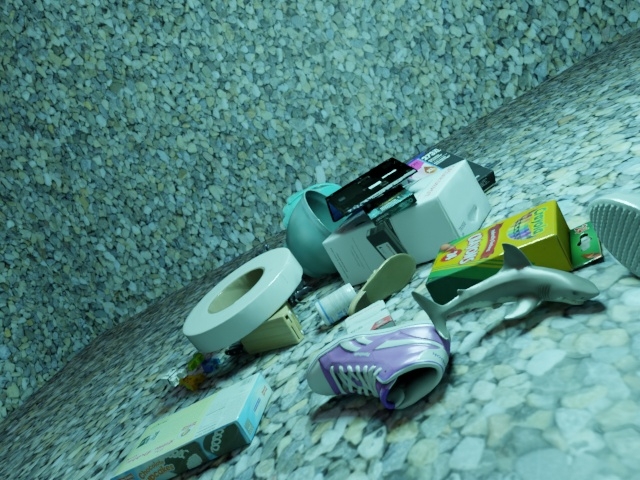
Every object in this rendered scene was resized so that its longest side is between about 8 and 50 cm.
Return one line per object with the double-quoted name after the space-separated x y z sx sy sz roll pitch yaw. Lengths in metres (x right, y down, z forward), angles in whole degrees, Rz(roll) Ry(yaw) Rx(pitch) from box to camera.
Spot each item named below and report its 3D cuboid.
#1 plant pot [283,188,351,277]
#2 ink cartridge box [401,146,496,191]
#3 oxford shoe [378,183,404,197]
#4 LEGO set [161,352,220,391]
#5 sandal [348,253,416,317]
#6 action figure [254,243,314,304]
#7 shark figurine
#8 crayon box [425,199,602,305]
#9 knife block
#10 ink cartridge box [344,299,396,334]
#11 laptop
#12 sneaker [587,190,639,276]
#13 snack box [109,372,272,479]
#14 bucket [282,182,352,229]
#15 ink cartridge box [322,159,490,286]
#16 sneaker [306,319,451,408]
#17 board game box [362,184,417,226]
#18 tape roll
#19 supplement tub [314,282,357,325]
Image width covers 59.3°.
0.000 0.000 1.866 0.196 0.293 0.293 -47 4 21 "plant pot"
0.397 -0.226 1.912 0.175 0.069 0.371 -35 35 -14 "ink cartridge box"
0.349 -0.172 2.005 0.363 0.133 0.130 -18 15 39 "oxford shoe"
-0.374 0.367 1.614 0.093 0.087 0.227 -8 20 29 "LEGO set"
0.135 0.112 1.390 0.240 0.088 0.079 -43 21 -30 "sandal"
-0.124 0.139 1.862 0.164 0.141 0.276 -3 42 -23 "action figure"
0.299 0.068 0.950 0.278 0.116 0.166 -13 10 14 "shark figurine"
0.382 0.022 1.128 0.318 0.081 0.202 -25 11 28 "crayon box"
-0.177 0.262 1.565 0.242 0.088 0.275 -32 10 -3 "knife block"
0.109 0.188 1.176 0.099 0.056 0.135 -30 10 5 "ink cartridge box"
0.148 -0.122 1.620 0.234 0.137 0.264 -33 27 -5 "laptop"
0.537 -0.014 0.769 0.150 0.135 0.366 -24 18 -8 "sneaker"
-0.268 0.408 1.188 0.322 0.060 0.187 -28 10 15 "snack box"
0.007 -0.096 2.296 0.281 0.281 0.183 -37 18 -33 "bucket"
0.247 -0.047 1.609 0.394 0.166 0.285 -22 14 38 "ink cartridge box"
0.081 0.228 0.954 0.282 0.102 0.161 -26 14 24 "sneaker"
0.180 -0.096 1.499 0.126 0.026 0.186 -32 12 5 "board game box"
-0.225 0.166 1.632 0.392 0.072 0.392 -32 17 11 "tape roll"
0.045 0.165 1.441 0.107 0.071 0.071 -31 10 0 "supplement tub"
